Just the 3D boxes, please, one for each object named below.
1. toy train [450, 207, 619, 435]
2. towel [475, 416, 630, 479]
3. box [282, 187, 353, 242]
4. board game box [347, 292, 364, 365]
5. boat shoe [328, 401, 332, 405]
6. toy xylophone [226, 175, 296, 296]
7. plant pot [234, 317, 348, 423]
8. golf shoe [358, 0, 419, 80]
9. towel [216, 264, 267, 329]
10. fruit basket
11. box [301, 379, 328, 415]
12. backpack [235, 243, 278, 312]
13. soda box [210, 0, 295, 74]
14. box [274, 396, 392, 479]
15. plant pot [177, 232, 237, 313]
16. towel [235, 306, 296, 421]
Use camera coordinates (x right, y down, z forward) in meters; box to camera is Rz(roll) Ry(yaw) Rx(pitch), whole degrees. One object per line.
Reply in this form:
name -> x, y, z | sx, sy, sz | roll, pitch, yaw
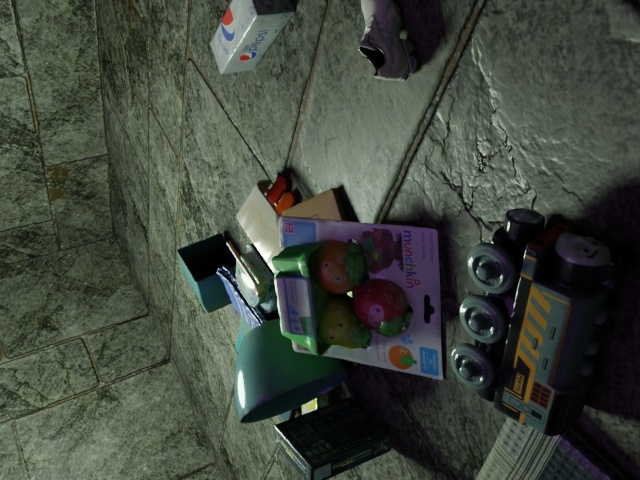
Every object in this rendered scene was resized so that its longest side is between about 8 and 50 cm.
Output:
toy train -> 0.309, 0.120, 0.857 | 0.190, 0.142, 0.334 | 27, 127, 38
towel -> 0.400, 0.446, 0.968 | 0.312, 0.056, 0.324 | 44, 139, 37
box -> 0.000, 0.000, 1.361 | 0.164, 0.021, 0.201 | -23, 78, 37
board game box -> 0.056, 0.167, 1.429 | 0.124, 0.039, 0.259 | 29, 127, 53
boat shoe -> 0.031, 0.501, 1.653 | 0.135, 0.045, 0.050 | 40, 138, 46
toy xylophone -> -0.125, -0.004, 1.533 | 0.236, 0.081, 0.322 | -45, 62, 31
plant pot -> -0.099, 0.312, 1.504 | 0.195, 0.290, 0.290 | 65, 151, 21
golf shoe -> 0.098, -0.351, 1.006 | 0.176, 0.086, 0.069 | 67, 153, 14
towel -> -0.204, 0.247, 1.794 | 0.336, 0.040, 0.243 | 48, 161, 36
fruit basket -> 0.071, 0.119, 1.205 | 0.353, 0.165, 0.327 | 9, 114, 34
box -> -0.017, 0.414, 1.659 | 0.105, 0.043, 0.179 | -22, 66, 62
backpack -> -0.153, 0.112, 1.667 | 0.166, 0.144, 0.188 | 46, 151, 34
soda box -> -0.168, -0.498, 1.389 | 0.286, 0.098, 0.091 | -25, 83, 63
box -> 0.029, 0.482, 1.447 | 0.183, 0.233, 0.059 | 28, 123, 53
plant pot -> -0.377, 0.134, 2.069 | 0.165, 0.165, 0.234 | 51, 153, 35
towel -> -0.169, 0.386, 1.934 | 0.370, 0.040, 0.271 | 45, 136, 39
